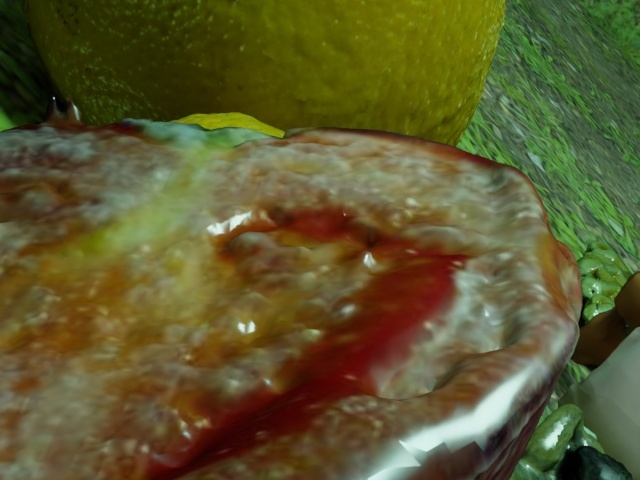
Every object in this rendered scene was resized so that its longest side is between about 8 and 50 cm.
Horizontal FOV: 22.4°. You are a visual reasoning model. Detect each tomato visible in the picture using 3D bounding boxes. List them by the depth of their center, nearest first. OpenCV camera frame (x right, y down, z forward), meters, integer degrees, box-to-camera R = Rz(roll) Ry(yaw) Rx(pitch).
[{"bbox_3d":[-0.058,0.085,0.537,0.309,0.309,0.170,-98,180,-58],"label":"tomato"}]

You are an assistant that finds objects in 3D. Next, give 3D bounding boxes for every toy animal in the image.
[{"bbox_3d":[0.295,0.161,1.207,0.169,0.195,0.281,-36,79,-31],"label":"toy animal"}]

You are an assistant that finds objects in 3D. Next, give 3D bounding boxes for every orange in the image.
[{"bbox_3d":[-0.031,-0.140,0.910,0.274,0.274,0.274,42,21,-20],"label":"orange"}]

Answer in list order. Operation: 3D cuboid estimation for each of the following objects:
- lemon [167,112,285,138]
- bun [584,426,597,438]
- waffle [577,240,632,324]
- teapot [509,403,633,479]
[{"bbox_3d":[-0.049,0.014,0.756,0.142,0.142,0.187,41,19,-21],"label":"lemon"},{"bbox_3d":[0.153,0.202,0.861,0.212,0.126,0.204,48,45,15],"label":"bun"},{"bbox_3d":[0.295,0.103,1.461,0.214,0.054,0.208,52,16,-8],"label":"waffle"},{"bbox_3d":[0.060,0.154,0.668,0.269,0.182,0.173,57,20,20],"label":"teapot"}]
